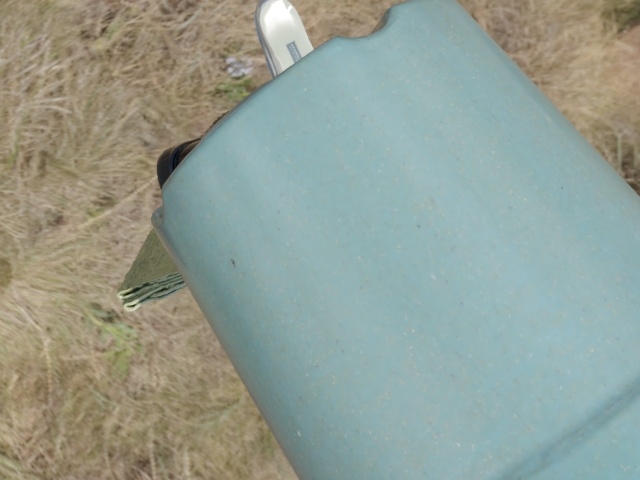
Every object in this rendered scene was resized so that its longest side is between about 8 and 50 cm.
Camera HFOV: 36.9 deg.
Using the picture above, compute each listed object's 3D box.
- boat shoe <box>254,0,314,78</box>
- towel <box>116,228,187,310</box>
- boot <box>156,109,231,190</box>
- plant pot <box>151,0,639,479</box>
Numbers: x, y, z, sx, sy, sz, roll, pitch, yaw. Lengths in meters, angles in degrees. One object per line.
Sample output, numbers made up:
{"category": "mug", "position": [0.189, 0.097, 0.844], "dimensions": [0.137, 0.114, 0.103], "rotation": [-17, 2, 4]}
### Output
{"category": "boat shoe", "position": [-0.039, -0.268, 1.464], "dimensions": [0.079, 0.081, 0.227], "rotation": [-24, 117, -4]}
{"category": "towel", "position": [-0.150, 0.015, 1.011], "dimensions": [0.110, 0.148, 0.027], "rotation": [-19, 118, 18]}
{"category": "boot", "position": [-0.050, -0.111, 1.165], "dimensions": [0.246, 0.207, 0.094], "rotation": [-36, 119, -57]}
{"category": "plant pot", "position": [0.083, 0.048, 0.629], "dimensions": [0.341, 0.341, 0.334], "rotation": [-34, 83, -24]}
